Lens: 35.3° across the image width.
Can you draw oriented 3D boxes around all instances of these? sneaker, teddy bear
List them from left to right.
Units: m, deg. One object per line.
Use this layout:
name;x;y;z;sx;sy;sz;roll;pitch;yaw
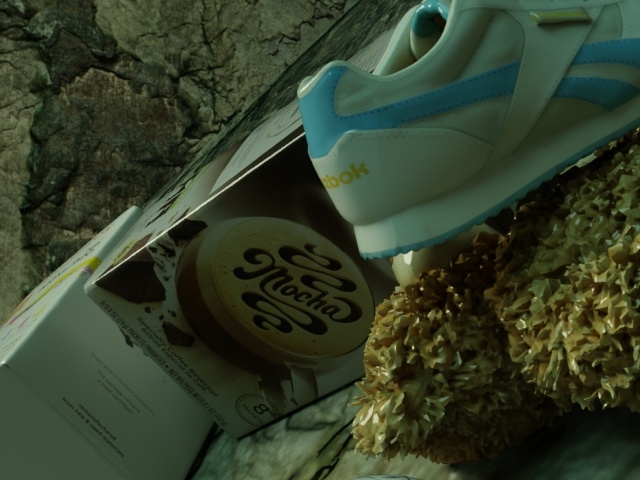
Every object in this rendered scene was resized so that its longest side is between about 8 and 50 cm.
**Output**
sneaker;0.095;-0.083;0.463;0.229;0.092;0.087;-33;11;-23
teddy bear;0.148;-0.007;0.450;0.338;0.113;0.245;-24;21;50

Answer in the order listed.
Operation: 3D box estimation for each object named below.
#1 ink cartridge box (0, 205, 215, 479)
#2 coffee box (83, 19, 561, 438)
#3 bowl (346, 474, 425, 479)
ink cartridge box;-0.193;0.121;0.848;0.171;0.168;0.232;-34;16;31
coffee box;0.000;0.000;0.698;0.297;0.168;0.119;-32;18;35
bowl;0.005;0.154;0.418;0.170;0.080;0.170;-39;16;13
